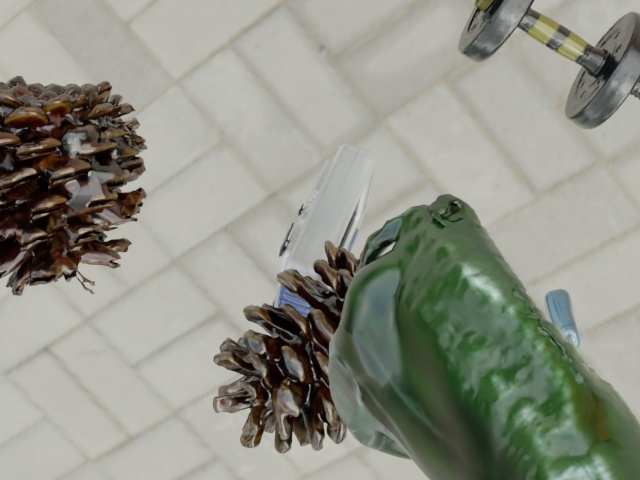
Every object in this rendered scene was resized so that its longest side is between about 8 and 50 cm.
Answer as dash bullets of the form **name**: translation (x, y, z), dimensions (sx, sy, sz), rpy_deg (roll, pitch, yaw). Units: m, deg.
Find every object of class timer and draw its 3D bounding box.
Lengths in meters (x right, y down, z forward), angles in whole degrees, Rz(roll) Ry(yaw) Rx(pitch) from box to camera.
- **timer**: translation (0.000, 0.000, 2.016), dimensions (0.078, 0.253, 0.178), rpy_deg (20, 144, 7)

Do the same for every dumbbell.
- **dumbbell**: translation (0.262, -0.225, 1.604), dimensions (0.325, 0.143, 0.143), rpy_deg (30, 125, -9)

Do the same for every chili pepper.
- **chili pepper**: translation (0.066, 0.064, 0.436), dimensions (0.062, 0.216, 0.108), rpy_deg (-29, 121, -14)

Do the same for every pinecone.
- **pinecone**: translation (-0.262, -0.049, 1.316), dimensions (0.221, 0.221, 0.221), rpy_deg (9, 122, 14)
- **pinecone**: translation (0.009, 0.143, 1.790), dimensions (0.309, 0.244, 0.244), rpy_deg (-31, 111, -10)

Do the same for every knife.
- **knife**: translation (0.274, 0.125, 1.552), dimensions (0.032, 0.244, 0.058), rpy_deg (-9, 116, 3)
